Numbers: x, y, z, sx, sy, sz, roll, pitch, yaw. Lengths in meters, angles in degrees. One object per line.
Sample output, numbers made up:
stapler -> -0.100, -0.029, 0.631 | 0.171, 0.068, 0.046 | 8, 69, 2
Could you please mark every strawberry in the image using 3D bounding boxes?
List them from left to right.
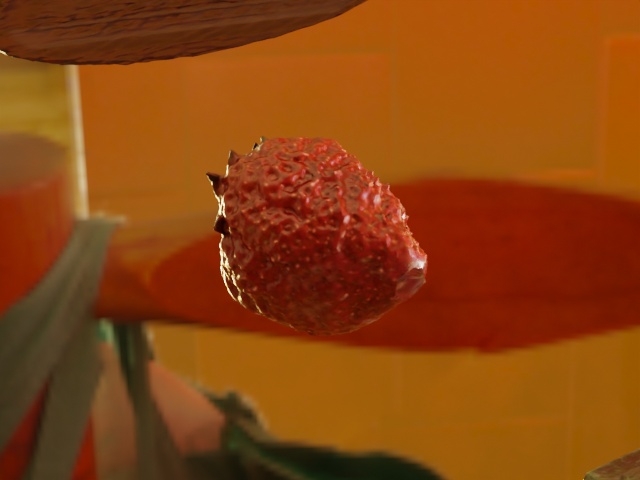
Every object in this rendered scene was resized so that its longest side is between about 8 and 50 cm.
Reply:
strawberry -> -0.006, 0.001, 1.256 | 0.131, 0.131, 0.148 | -15, 38, -29

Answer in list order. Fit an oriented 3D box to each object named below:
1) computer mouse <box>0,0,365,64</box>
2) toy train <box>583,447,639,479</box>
computer mouse -> -0.023, -0.115, 0.476 | 0.147, 0.088, 0.264 | -12, -4, -23
toy train -> 0.197, 0.120, 0.764 | 0.200, 0.132, 0.083 | -23, 51, -23
